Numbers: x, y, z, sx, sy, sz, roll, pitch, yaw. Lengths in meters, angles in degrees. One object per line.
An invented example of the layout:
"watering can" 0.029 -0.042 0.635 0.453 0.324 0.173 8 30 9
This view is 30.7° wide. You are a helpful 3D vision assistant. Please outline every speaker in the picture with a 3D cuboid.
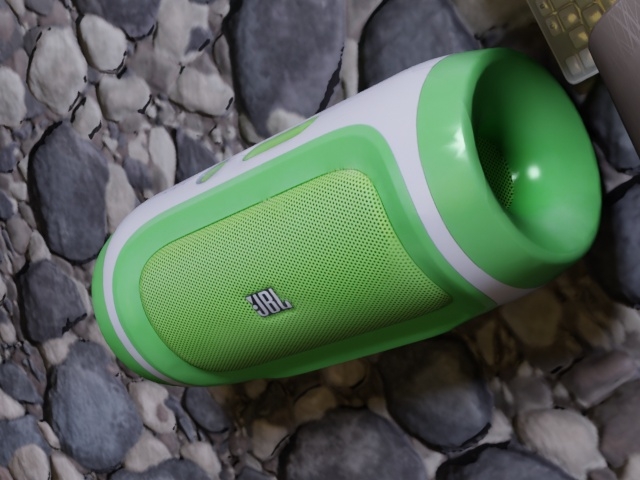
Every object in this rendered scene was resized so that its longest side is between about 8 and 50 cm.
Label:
"speaker" 0.000 0.000 0.643 0.296 0.131 0.131 -22 93 42

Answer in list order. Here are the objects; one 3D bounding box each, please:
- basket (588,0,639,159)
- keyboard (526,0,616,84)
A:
"basket" 0.210 -0.009 0.443 0.154 0.204 0.227 -29 77 18
"keyboard" 0.093 -0.203 0.558 0.072 0.014 0.256 -27 90 43
